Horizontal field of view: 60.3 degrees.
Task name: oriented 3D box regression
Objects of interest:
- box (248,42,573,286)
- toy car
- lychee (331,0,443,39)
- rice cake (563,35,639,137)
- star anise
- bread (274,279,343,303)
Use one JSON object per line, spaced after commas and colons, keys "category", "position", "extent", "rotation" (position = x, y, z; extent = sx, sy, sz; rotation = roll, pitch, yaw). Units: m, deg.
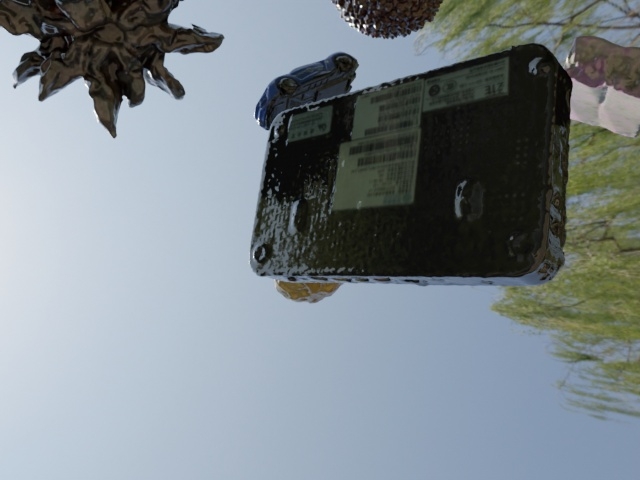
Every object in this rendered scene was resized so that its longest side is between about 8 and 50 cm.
{"category": "box", "position": [0.068, -0.059, 0.567], "extent": [0.058, 0.350, 0.211], "rotation": [23, -109, -46]}
{"category": "toy car", "position": [-0.026, -0.254, 0.932], "extent": [0.216, 0.103, 0.063], "rotation": [-29, -112, -29]}
{"category": "lychee", "position": [0.099, -0.387, 0.814], "extent": [0.188, 0.188, 0.188], "rotation": [0, -92, -12]}
{"category": "rice cake", "position": [0.343, -0.173, 0.652], "extent": [0.106, 0.298, 0.050], "rotation": [26, -76, 22]}
{"category": "star anise", "position": [-0.250, -0.242, 0.647], "extent": [0.283, 0.129, 0.212], "rotation": [-1, -53, -30]}
{"category": "bread", "position": [0.000, 0.000, 0.993], "extent": [0.134, 0.244, 0.244], "rotation": [9, -94, 1]}
